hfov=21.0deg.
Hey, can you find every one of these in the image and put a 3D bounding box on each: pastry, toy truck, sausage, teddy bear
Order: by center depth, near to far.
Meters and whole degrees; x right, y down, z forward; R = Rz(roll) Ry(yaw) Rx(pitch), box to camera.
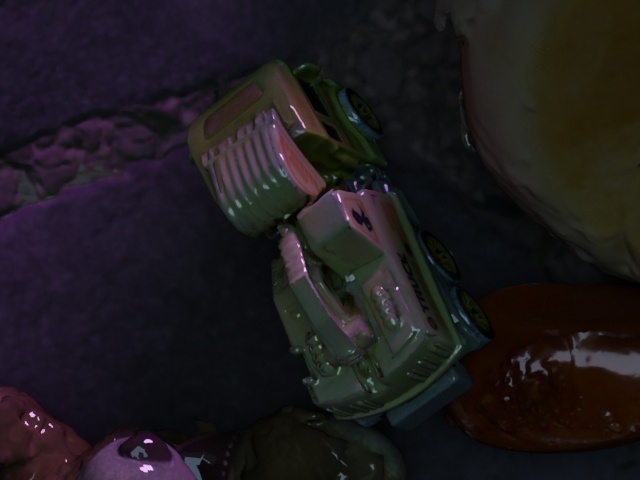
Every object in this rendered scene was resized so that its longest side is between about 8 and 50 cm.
[{"bbox_3d":[-0.097,0.156,0.801,0.267,0.256,0.156,5,90,4],"label":"teddy bear"},{"bbox_3d":[0.184,-0.093,0.824,0.264,0.133,0.265,-3,120,-5],"label":"pastry"},{"bbox_3d":[0.000,0.000,0.845,0.085,0.116,0.191,-35,64,17],"label":"toy truck"},{"bbox_3d":[0.144,0.065,0.875,0.179,0.089,0.089,-2,85,6],"label":"sausage"}]
